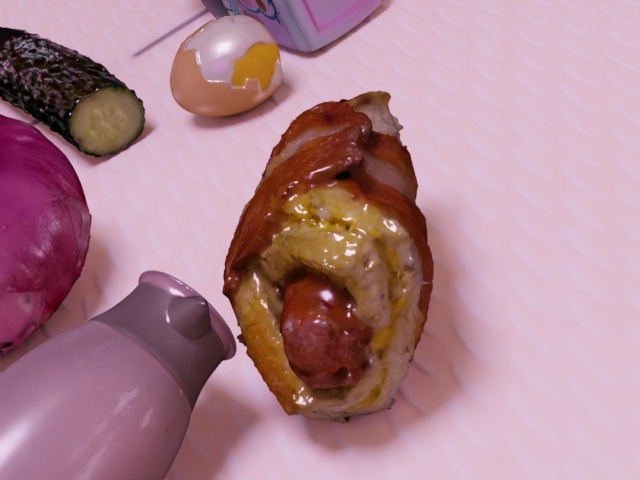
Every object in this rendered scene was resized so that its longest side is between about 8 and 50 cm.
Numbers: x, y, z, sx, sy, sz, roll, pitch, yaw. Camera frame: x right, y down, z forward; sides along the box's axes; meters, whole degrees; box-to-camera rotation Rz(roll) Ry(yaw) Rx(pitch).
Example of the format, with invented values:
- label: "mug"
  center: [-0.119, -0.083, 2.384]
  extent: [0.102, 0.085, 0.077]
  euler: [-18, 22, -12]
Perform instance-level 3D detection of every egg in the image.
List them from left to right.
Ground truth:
- label: "egg"
  center: [-0.070, -0.124, 1.060]
  extent: [0.083, 0.071, 0.071]
  euler: [-30, 33, -5]

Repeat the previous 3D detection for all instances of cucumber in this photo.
- label: "cucumber"
  center: [-0.231, -0.134, 1.179]
  extent: [0.067, 0.067, 0.293]
  euler: [-35, 34, -18]

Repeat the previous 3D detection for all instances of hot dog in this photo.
- label: "hot dog"
  center: [0.000, 0.000, 0.777]
  extent: [0.103, 0.146, 0.213]
  euler: [4, 28, -7]

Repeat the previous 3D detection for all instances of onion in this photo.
- label: "onion"
  center: [-0.231, -0.004, 0.918]
  extent: [0.177, 0.153, 0.177]
  euler: [-15, 21, 6]

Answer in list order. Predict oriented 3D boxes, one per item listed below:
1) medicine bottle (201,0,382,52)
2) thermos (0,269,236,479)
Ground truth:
- label: "medicine bottle"
  center: [-0.049, -0.228, 1.149]
  extent: [0.094, 0.119, 0.188]
  euler: [-38, 36, -22]
- label: "thermos"
  center: [-0.127, 0.101, 0.739]
  extent: [0.193, 0.105, 0.137]
  euler: [-50, 3, -26]
